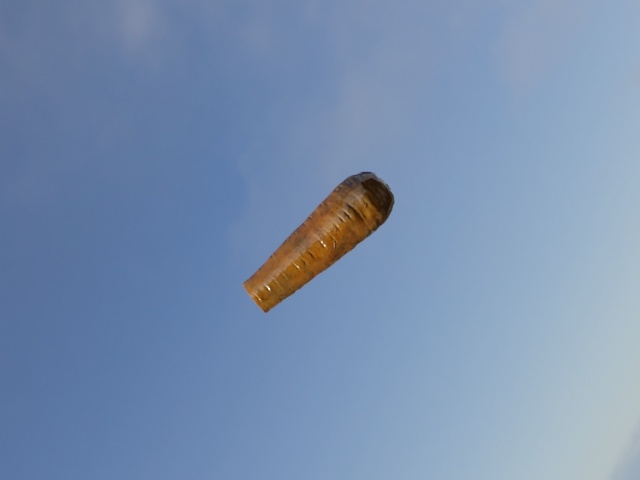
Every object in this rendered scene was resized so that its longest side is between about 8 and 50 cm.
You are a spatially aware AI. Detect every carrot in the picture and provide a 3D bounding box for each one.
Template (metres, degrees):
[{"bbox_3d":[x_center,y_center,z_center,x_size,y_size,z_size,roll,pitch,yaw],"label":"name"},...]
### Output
[{"bbox_3d":[0.000,0.000,0.622,0.093,0.032,0.032,-41,-19,-2],"label":"carrot"}]
